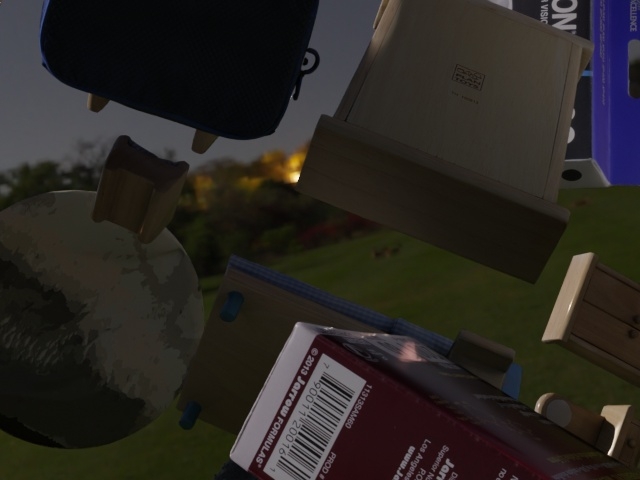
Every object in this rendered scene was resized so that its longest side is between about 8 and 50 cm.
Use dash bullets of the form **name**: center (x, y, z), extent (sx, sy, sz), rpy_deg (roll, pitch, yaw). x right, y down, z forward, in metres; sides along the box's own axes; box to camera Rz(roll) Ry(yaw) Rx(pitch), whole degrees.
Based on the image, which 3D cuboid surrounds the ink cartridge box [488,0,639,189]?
- **ink cartridge box**: center (0.160, -0.135, 0.873), extent (0.208, 0.206, 0.045), rpy_deg (-1, -26, 15)

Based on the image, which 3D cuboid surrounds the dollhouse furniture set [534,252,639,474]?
- **dollhouse furniture set**: center (0.407, 0.099, 1.239), extent (0.174, 0.303, 0.355), rpy_deg (27, -15, -14)

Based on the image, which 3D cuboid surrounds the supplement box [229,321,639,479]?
- **supplement box**: center (0.094, 0.124, 0.497), extent (0.239, 0.073, 0.130), rpy_deg (31, 7, 27)

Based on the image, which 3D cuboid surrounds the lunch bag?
- **lunch bag**: center (-0.046, -0.076, 0.407), extent (0.098, 0.067, 0.065), rpy_deg (19, 7, -12)

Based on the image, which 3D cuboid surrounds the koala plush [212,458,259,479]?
- **koala plush**: center (0.040, 0.298, 1.113), extent (0.203, 0.221, 0.196), rpy_deg (-27, 36, -6)

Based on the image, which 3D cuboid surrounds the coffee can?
- **coffee can**: center (-0.222, 0.076, 1.015), extent (0.201, 0.201, 0.275), rpy_deg (-13, -4, -16)

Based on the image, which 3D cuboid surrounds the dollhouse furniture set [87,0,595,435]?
- **dollhouse furniture set**: center (0.000, 0.000, 0.747), extent (0.286, 0.303, 0.198), rpy_deg (22, 39, 1)
